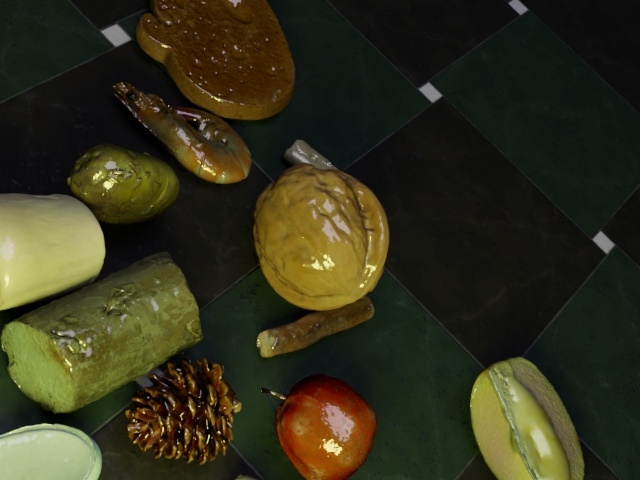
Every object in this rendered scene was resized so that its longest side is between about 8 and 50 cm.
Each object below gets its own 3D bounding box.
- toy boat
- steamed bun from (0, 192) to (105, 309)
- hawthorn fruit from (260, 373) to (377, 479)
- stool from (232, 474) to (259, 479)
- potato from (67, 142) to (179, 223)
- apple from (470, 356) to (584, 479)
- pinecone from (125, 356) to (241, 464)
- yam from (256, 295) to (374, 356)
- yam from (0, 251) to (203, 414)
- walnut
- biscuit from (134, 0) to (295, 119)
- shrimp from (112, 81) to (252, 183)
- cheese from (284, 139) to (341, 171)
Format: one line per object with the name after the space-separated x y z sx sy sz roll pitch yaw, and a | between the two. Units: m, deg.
-0.401 0.326 1.414 0.207 0.079 0.134 -19 60 -26 | toy boat
-0.441 0.011 1.533 0.225 0.200 0.170 -13 88 -48 | steamed bun
-0.009 0.280 1.602 0.194 0.157 0.157 36 48 3 | hawthorn fruit
-0.064 0.444 1.463 0.228 0.139 0.153 45 46 3 | stool
-0.311 -0.082 1.669 0.251 0.149 0.113 40 28 -69 | potato
0.360 0.338 1.797 0.193 0.120 0.265 1 59 -44 | apple
-0.201 0.252 1.513 0.173 0.173 0.173 15 52 -20 | pinecone
-0.005 0.145 1.768 0.241 0.057 0.057 -18 68 -36 | yam
-0.301 0.130 1.533 0.304 0.168 0.168 -27 73 -39 | yam
0.000 0.000 1.764 0.224 0.257 0.257 27 36 -60 | walnut
-0.211 -0.386 2.030 0.314 0.063 0.367 -5 61 -29 | biscuit
-0.243 -0.209 1.882 0.287 0.063 0.152 39 45 -3 | shrimp
0.014 -0.116 1.976 0.194 0.043 0.065 40 52 -1 | cheese
